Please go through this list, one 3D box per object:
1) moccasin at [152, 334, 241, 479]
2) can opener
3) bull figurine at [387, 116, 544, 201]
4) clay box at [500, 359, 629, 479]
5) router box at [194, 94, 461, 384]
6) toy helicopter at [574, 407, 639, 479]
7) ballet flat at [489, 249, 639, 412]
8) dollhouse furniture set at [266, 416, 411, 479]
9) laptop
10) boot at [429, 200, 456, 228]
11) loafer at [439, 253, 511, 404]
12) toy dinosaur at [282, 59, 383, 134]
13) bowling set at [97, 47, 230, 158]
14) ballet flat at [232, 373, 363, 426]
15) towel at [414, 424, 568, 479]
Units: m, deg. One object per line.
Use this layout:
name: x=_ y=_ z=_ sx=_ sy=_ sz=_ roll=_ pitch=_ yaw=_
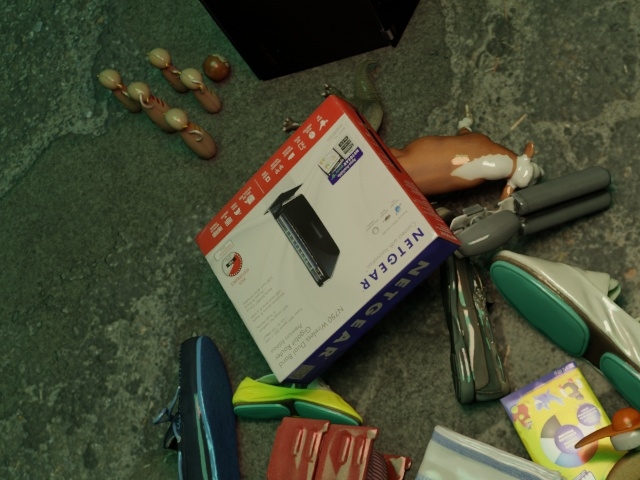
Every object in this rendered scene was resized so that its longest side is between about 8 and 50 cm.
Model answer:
moccasin: x=-0.210 y=0.323 z=1.556 sx=0.116 sy=0.138 sz=0.342 roll=-17 pitch=62 yaw=19
can opener: x=0.331 y=-0.034 z=1.474 sx=0.283 sy=0.076 sz=0.095 roll=-18 pitch=32 yaw=-10
bull figurine: x=0.202 y=-0.127 z=1.558 sx=0.310 sy=0.101 sz=0.188 roll=-6 pitch=23 yaw=-6
clay box: x=0.371 y=0.302 z=1.389 sx=0.127 sy=0.053 sz=0.222 roll=-30 pitch=60 yaw=7
router box: x=0.000 y=0.000 z=1.468 sx=0.335 sy=0.082 sz=0.301 roll=-45 pitch=60 yaw=18
toy helicopter: x=0.488 y=0.262 z=1.230 sx=0.235 sy=0.140 sz=0.355 roll=38 pitch=108 yaw=16
ballet flat: x=0.431 y=0.131 z=1.411 sx=0.139 sy=0.139 sz=0.400 roll=-46 pitch=65 yaw=-3
dollhouse furniture set: x=0.003 y=0.461 z=1.377 sx=0.152 sy=0.201 sz=0.374 roll=5 pitch=70 yaw=23
laptop: x=0.009 y=-0.515 z=1.683 sx=0.236 sy=0.382 sz=0.408 roll=22 pitch=78 yaw=27
boot: x=0.012 y=0.006 z=1.610 sx=0.377 sy=0.138 sz=0.284 roll=-43 pitch=60 yaw=6
loafer: x=0.241 y=0.123 z=1.506 sx=0.084 sy=0.096 sz=0.268 roll=-4 pitch=73 yaw=-2
toy dinosaur: x=0.040 y=-0.198 z=1.705 sx=0.160 sy=0.121 sz=0.313 roll=24 pitch=52 yaw=29
bowling set: x=-0.280 y=-0.308 z=1.837 sx=0.287 sy=0.154 sz=0.200 roll=29 pitch=81 yaw=28
ballet flat: x=-0.035 y=0.255 z=1.557 sx=0.230 sy=0.077 sz=0.077 roll=1 pitch=53 yaw=23
towel: x=0.211 y=0.430 z=1.377 sx=0.209 sy=0.034 sz=0.285 roll=19 pitch=88 yaw=28
